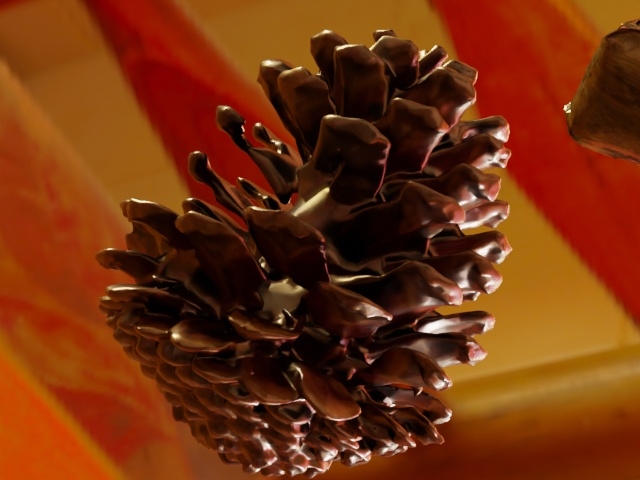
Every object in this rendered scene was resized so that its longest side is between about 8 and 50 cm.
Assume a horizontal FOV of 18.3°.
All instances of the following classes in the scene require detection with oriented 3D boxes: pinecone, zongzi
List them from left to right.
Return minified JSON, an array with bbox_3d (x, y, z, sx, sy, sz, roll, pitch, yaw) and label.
[{"bbox_3d":[0.001,-0.001,1.196,0.246,0.246,0.292,44,65,-47],"label":"pinecone"},{"bbox_3d":[0.230,-0.055,0.922,0.184,0.187,0.084,-31,149,-56],"label":"zongzi"}]
